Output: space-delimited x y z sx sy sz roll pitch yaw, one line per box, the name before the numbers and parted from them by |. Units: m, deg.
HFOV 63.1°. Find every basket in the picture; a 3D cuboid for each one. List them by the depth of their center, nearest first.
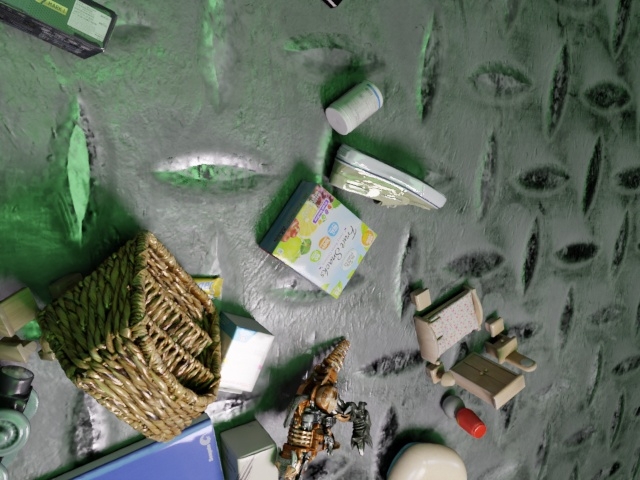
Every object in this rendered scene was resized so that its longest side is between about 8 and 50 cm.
basket | -0.261 0.170 0.863 0.223 0.213 0.299 -41 142 -15

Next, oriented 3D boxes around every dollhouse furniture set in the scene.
dollhouse furniture set | -0.484 0.126 0.868 0.151 0.123 0.144 -48 132 -55
dollhouse furniture set | 0.435 0.245 1.400 0.303 0.174 0.355 -28 117 -24

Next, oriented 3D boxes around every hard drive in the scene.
hard drive | -0.356 0.503 1.045 0.319 0.040 0.210 -17 111 -28

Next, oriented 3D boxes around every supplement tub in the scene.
supplement tub | 0.071 -0.278 1.086 0.107 0.071 0.071 -41 121 -16

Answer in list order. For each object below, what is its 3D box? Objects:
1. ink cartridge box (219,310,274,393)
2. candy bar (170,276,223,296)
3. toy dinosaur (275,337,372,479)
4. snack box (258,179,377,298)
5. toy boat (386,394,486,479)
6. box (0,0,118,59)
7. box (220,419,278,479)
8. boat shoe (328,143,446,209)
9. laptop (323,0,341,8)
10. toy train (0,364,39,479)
ink cartridge box | -0.175 0.233 1.056 0.092 0.090 0.143 23 91 -35
candy bar | -0.266 0.087 1.003 0.162 0.018 0.040 6 99 -34
toy dinosaur | 0.012 0.380 1.164 0.322 0.164 0.218 -52 129 -15
snack box | 0.000 0.000 1.117 0.207 0.070 0.174 37 82 -36
toy boat | 0.332 0.597 1.466 0.267 0.148 0.318 33 92 -29
box | -0.410 -0.326 0.696 0.233 0.183 0.059 20 91 -34
box | -0.153 0.552 1.147 0.094 0.113 0.275 -10 107 -29
boat shoe | 0.150 -0.123 1.174 0.302 0.109 0.094 20 107 -26
laptop | 0.014 -0.637 0.986 0.234 0.137 0.264 30 60 -35
toy train | -0.580 0.337 0.808 0.190 0.142 0.333 24 91 -23
